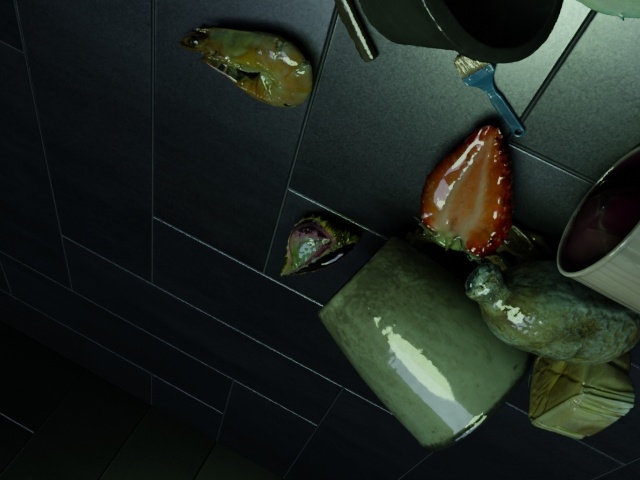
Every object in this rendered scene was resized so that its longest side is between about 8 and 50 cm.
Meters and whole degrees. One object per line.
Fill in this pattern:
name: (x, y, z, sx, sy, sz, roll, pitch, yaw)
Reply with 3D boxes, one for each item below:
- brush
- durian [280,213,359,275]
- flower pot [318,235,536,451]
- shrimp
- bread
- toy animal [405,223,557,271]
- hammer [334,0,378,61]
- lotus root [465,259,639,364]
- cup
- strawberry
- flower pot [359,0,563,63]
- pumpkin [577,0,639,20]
brush: (0.265, -0.222, 0.855, 0.051, 0.014, 0.164, -21, 119, 46)
durian: (-0.002, -0.003, 1.208, 0.187, 0.119, 0.108, -32, 73, 35)
flower pot: (0.184, 0.174, 1.057, 0.330, 0.293, 0.293, 45, 140, 2)
shrimp: (-0.133, -0.312, 0.984, 0.267, 0.061, 0.145, 19, 148, 11)
bread: (0.501, 0.267, 1.071, 0.110, 0.192, 0.209, 23, 138, 0)
toy animal: (0.296, 0.011, 1.044, 0.276, 0.054, 0.149, 18, 141, 14)
hammer: (0.012, -0.397, 0.825, 0.125, 0.027, 0.297, -2, 130, 40)
lotus root: (0.391, 0.118, 0.929, 0.350, 0.174, 0.175, 9, 144, -18)
cup: (0.529, -0.011, 0.793, 0.273, 0.288, 0.208, 31, 177, -1)
strawberry: (0.251, -0.087, 0.946, 0.175, 0.098, 0.228, 18, 116, 42)
flower pot: (0.147, -0.331, 0.667, 0.166, 0.269, 0.269, 5, 136, 55)
pumpkin: (0.313, -0.381, 0.525, 0.264, 0.196, 0.292, 0, 125, 15)
